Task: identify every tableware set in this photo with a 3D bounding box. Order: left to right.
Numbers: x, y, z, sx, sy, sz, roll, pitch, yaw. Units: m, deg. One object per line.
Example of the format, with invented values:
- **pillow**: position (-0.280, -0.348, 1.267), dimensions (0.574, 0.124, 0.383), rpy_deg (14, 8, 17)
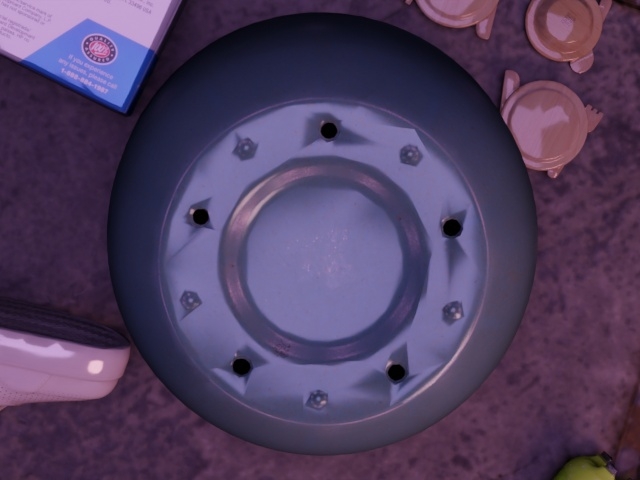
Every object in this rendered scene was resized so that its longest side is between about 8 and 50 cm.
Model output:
- **tableware set**: position (0.125, -0.130, 1.017), dimensions (0.169, 0.020, 0.141), rpy_deg (19, 91, -5)

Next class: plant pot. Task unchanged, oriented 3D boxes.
- **plant pot**: position (0.000, 0.000, 0.896), dimensions (0.293, 0.235, 0.293), rpy_deg (0, 96, 0)

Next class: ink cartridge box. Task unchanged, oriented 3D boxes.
- **ink cartridge box**: position (-0.149, -0.204, 0.963), dimensions (0.148, 0.086, 0.203), rpy_deg (27, 90, -5)

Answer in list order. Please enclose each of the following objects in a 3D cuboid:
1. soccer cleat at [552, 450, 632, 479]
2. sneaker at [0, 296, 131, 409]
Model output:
- **soccer cleat**: position (0.228, 0.229, 1.024), dimensions (0.179, 0.060, 0.072), rpy_deg (45, 99, 2)
- **sneaker**: position (-0.276, 0.118, 0.967), dimensions (0.293, 0.108, 0.169), rpy_deg (7, 94, 6)
